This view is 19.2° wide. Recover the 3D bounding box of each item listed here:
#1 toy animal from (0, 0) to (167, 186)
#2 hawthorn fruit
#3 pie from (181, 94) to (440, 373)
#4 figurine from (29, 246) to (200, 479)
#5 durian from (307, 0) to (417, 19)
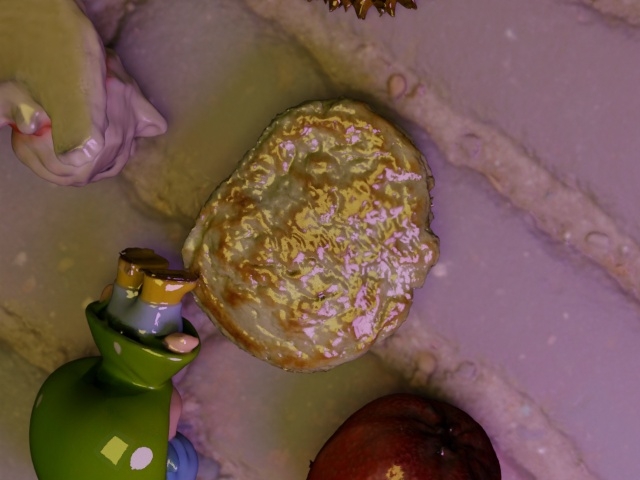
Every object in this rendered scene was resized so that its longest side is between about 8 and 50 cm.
[{"bbox_3d":[-0.294,-0.150,1.646,0.308,0.188,0.266,-16,80,25],"label":"toy animal"},{"bbox_3d":[0.067,0.228,1.665,0.169,0.169,0.188,38,124,-2],"label":"hawthorn fruit"},{"bbox_3d":[0.000,0.000,1.656,0.201,0.090,0.248,39,103,-4],"label":"pie"},{"bbox_3d":[-0.175,0.139,1.679,0.162,0.143,0.263,28,112,38],"label":"figurine"},{"bbox_3d":[-0.002,-0.288,1.587,0.252,0.144,0.139,40,83,3],"label":"durian"}]
